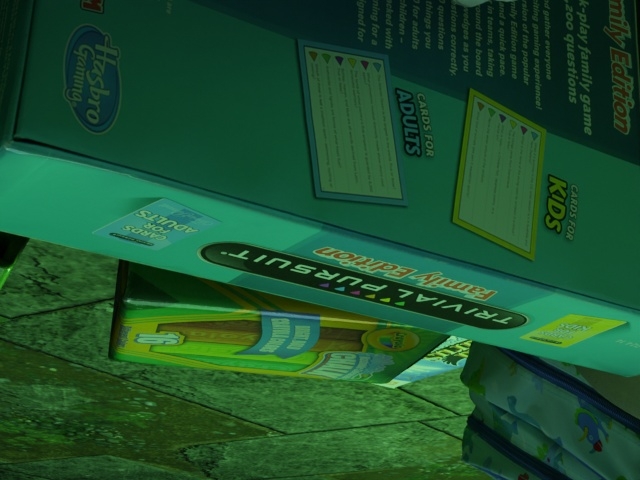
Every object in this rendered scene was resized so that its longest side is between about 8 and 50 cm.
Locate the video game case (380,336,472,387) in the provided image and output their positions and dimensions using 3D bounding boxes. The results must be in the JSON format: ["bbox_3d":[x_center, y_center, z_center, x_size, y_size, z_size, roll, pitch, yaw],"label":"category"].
[{"bbox_3d":[0.065,0.087,1.227,0.244,0.061,0.269,15,155,-31],"label":"video game case"}]

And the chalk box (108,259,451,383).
[{"bbox_3d":[0.000,0.000,0.849,0.288,0.179,0.180,6,159,-10],"label":"chalk box"}]

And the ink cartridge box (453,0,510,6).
[{"bbox_3d":[0.077,-0.195,0.289,0.226,0.131,0.306,-17,168,21],"label":"ink cartridge box"}]

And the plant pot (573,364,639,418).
[{"bbox_3d":[0.267,-0.044,0.651,0.284,0.284,0.191,-4,121,17],"label":"plant pot"}]

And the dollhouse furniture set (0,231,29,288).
[{"bbox_3d":[-0.285,-0.127,0.718,0.301,0.151,0.197,27,131,-13],"label":"dollhouse furniture set"}]

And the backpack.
[{"bbox_3d":[0.256,0.116,0.837,0.290,0.273,0.355,-1,-151,-35],"label":"backpack"}]

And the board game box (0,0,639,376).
[{"bbox_3d":[0.033,-0.097,0.496,0.336,0.254,0.079,15,156,-29],"label":"board game box"}]
